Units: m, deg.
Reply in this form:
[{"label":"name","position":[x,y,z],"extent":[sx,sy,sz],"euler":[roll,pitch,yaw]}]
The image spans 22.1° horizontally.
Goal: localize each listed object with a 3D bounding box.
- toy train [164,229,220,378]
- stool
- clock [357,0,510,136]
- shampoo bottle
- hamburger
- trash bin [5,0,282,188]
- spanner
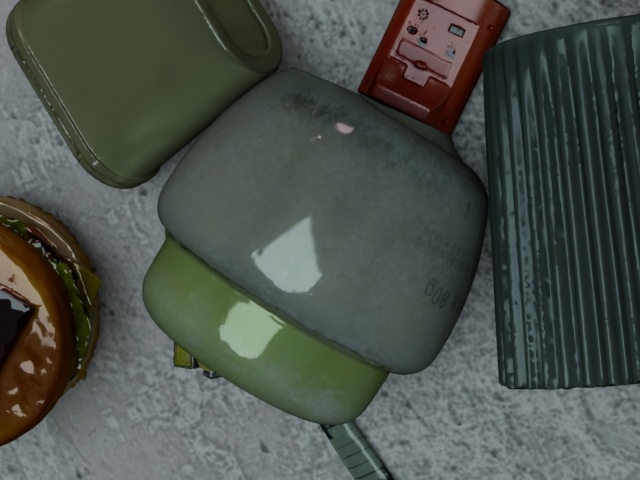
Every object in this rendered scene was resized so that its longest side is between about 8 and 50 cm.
[{"label":"toy train","position":[-0.130,0.052,1.816],"extent":[0.081,0.060,0.202],"euler":[4,97,31]},{"label":"stool","position":[0.298,-0.038,1.583],"extent":[0.297,0.297,0.330],"euler":[-8,89,16]},{"label":"clock","position":[0.118,-0.201,1.725],"extent":[0.113,0.061,0.155],"euler":[27,100,12]},{"label":"shampoo bottle","position":[0.000,0.000,1.641],"extent":[0.322,0.322,0.317],"euler":[35,96,9]},{"label":"hamburger","position":[-0.379,0.080,1.802],"extent":[0.291,0.225,0.291],"euler":[2,102,10]},{"label":"trash bin","position":[-0.188,-0.210,1.737],"extent":[0.247,0.121,0.243],"euler":[-33,87,36]},{"label":"spanner","position":[0.019,0.214,1.815],"extent":[0.087,0.024,0.316],"euler":[-34,88,17]}]
